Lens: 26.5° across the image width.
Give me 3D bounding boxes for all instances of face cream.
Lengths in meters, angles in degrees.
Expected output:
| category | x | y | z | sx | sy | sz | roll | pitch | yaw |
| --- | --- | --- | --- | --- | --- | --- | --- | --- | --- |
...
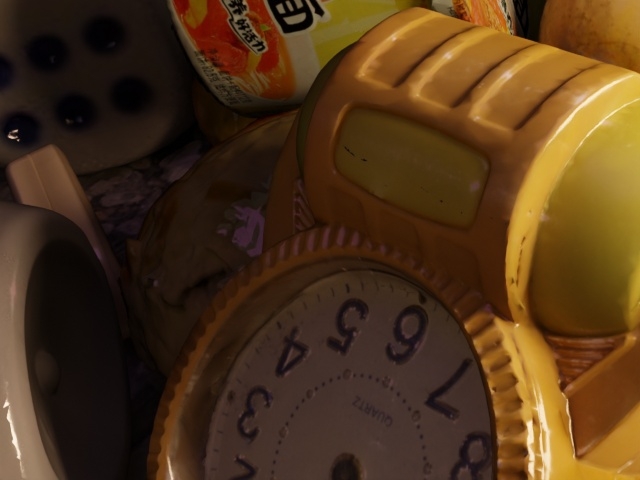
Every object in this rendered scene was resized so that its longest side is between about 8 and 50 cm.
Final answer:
| category | x | y | z | sx | sy | sz | roll | pitch | yaw |
| --- | --- | --- | --- | --- | --- | --- | --- | --- | --- |
| face cream | -0.298 | 0.113 | 0.756 | 0.357 | 0.219 | 0.312 | -16 | 36 | 9 |

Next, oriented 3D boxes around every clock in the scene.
| category | x | y | z | sx | sy | sz | roll | pitch | yaw |
| --- | --- | --- | --- | --- | --- | --- | --- | --- | --- |
| clock | 0.060 | 0.073 | 0.612 | 0.244 | 0.200 | 0.317 | 26 | 92 | 47 |

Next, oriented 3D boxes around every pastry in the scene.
| category | x | y | z | sx | sy | sz | roll | pitch | yaw |
| --- | --- | --- | --- | --- | --- | --- | --- | --- | --- |
| pastry | 0.002 | -0.006 | 0.823 | 0.256 | 0.170 | 0.236 | -31 | 40 | -24 |

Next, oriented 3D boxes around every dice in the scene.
| category | x | y | z | sx | sy | sz | roll | pitch | yaw |
| --- | --- | --- | --- | --- | --- | --- | --- | --- | --- |
| dice | -0.204 | -0.177 | 1.112 | 0.193 | 0.194 | 0.192 | -14 | 35 | 4 |

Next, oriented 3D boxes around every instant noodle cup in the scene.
| category | x | y | z | sx | sy | sz | roll | pitch | yaw |
| --- | --- | --- | --- | --- | --- | --- | --- | --- | --- |
| instant noodle cup | 0.022 | -0.201 | 0.902 | 0.200 | 0.264 | 0.264 | -9 | 37 | 23 |

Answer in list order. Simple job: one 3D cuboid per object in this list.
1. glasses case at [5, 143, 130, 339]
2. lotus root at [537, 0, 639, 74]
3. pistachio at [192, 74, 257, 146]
| category | x | y | z | sx | sy | sz | roll | pitch | yaw |
| --- | --- | --- | --- | --- | --- | --- | --- | --- | --- |
| glasses case | -0.176 | 0.002 | 0.960 | 0.050 | 0.083 | 0.196 | -25 | 35 | -9 |
| lotus root | 0.228 | -0.150 | 0.906 | 0.151 | 0.169 | 0.343 | 5 | 43 | 38 |
| pistachio | -0.036 | -0.142 | 1.070 | 0.110 | 0.100 | 0.189 | -1 | 39 | 22 |
